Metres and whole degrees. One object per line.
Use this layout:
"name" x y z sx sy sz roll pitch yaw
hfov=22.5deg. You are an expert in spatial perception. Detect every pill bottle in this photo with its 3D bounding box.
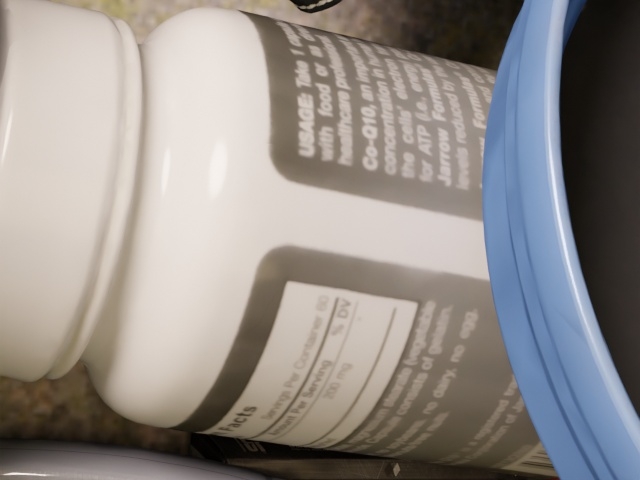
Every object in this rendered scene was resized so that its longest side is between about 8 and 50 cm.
"pill bottle" 0.000 0.000 0.627 0.283 0.161 0.161 11 95 -22

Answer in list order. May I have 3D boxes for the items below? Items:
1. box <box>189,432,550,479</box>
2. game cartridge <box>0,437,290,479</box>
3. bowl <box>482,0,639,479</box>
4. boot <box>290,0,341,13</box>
"box" 0.024 0.200 0.726 0.183 0.056 0.231 2 98 -22
"game cartridge" -0.110 0.178 0.636 0.294 0.060 0.196 4 101 -4
"bowl" 0.237 0.000 0.590 0.391 0.077 0.391 7 69 -19
"boot" 0.093 -0.120 0.659 0.236 0.085 0.178 -48 116 -31
